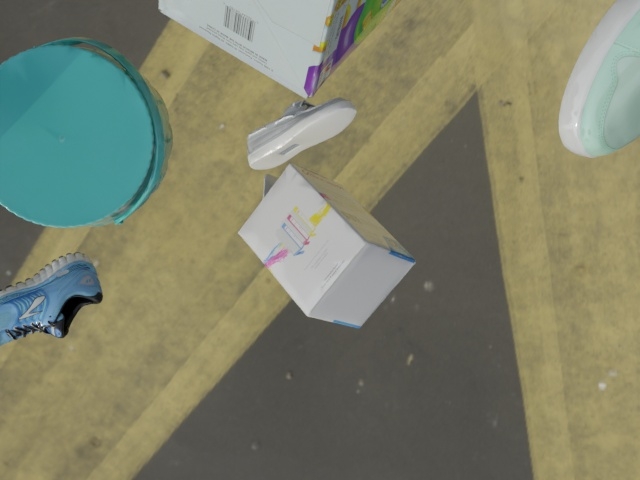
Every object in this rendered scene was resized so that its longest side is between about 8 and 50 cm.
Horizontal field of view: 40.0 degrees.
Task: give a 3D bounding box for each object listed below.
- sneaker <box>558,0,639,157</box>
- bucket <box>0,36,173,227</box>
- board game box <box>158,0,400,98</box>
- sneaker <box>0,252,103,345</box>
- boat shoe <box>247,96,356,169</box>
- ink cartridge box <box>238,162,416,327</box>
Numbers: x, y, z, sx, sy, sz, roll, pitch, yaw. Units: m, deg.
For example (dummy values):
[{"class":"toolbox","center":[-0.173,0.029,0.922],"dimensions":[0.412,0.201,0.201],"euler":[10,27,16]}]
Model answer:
[{"class":"sneaker","center":[0.281,-0.124,0.562],"dimensions":[0.256,0.151,0.094],"euler":[-45,139,13]},{"class":"bucket","center":[-0.344,-0.145,1.229],"dimensions":[0.281,0.183,0.281],"euler":[-1,98,-7]},{"class":"board game box","center":[0.017,-0.266,0.680],"dimensions":[0.144,0.275,0.142],"euler":[32,146,10]},{"class":"sneaker","center":[-0.312,0.082,0.964],"dimensions":[0.162,0.063,0.073],"euler":[-34,73,-7]},{"class":"boat shoe","center":[-0.031,-0.161,1.226],"dimensions":[0.184,0.066,0.063],"euler":[-29,68,38]},{"class":"ink cartridge box","center":[0.000,0.000,0.845],"dimensions":[0.090,0.092,0.143],"euler":[-52,54,14]}]
